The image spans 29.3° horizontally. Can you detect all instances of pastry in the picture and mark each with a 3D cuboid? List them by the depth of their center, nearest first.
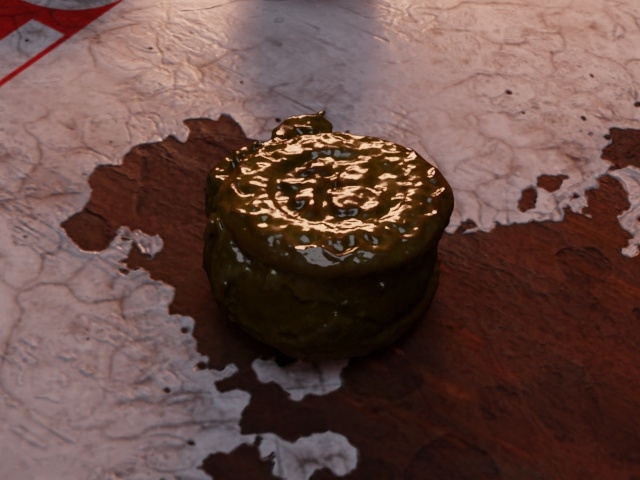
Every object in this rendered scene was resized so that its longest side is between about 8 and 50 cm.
[{"bbox_3d":[0.000,0.000,1.154,0.235,0.132,0.240,28,44,33],"label":"pastry"}]
